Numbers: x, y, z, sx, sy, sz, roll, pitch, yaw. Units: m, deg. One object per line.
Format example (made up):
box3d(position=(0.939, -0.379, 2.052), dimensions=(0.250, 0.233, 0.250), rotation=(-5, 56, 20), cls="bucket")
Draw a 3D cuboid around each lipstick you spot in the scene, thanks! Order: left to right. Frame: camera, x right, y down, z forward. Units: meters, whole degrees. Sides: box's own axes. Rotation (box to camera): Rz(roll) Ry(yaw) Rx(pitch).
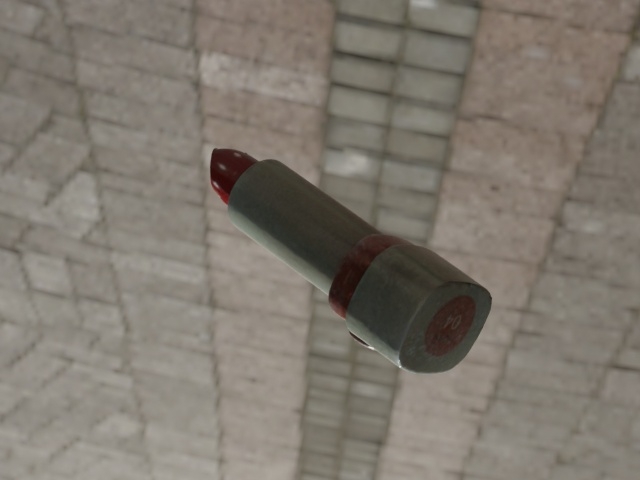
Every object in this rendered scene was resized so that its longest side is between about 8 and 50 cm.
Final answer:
box3d(position=(0.000, 0.001, 0.893), dimensions=(0.186, 0.057, 0.063), rotation=(36, -165, 36), cls="lipstick")
